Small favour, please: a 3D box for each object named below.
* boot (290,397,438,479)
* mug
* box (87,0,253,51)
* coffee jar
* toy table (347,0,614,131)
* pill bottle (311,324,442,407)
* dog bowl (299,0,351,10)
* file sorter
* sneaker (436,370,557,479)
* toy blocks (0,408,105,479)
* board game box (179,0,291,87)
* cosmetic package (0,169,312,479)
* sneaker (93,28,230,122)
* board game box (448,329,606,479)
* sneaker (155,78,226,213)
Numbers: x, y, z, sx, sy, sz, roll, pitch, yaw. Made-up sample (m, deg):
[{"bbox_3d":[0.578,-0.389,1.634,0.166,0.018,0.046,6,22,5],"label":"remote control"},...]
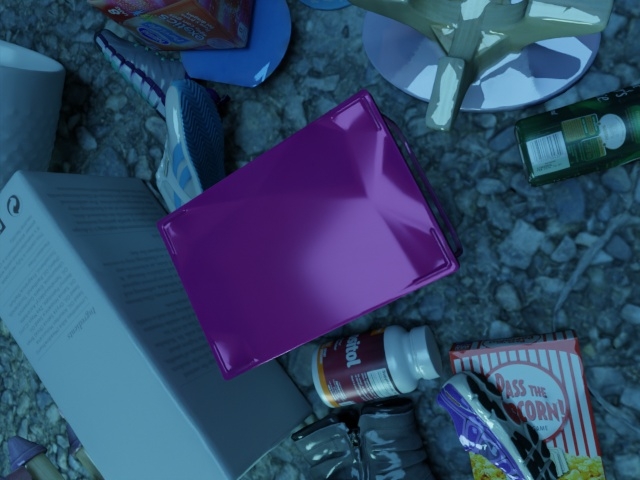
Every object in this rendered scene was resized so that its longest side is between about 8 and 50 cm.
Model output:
[{"bbox_3d":[0.010,0.356,0.716,0.338,0.118,0.223,-28,80,9],"label":"boot"},{"bbox_3d":[-0.588,-0.158,0.845,0.374,0.276,0.328,39,116,46],"label":"mug"},{"bbox_3d":[-0.173,-0.416,0.686,0.154,0.142,0.300,6,85,22],"label":"box"},{"bbox_3d":[0.307,-0.117,0.567,0.184,0.096,0.079,-14,91,21],"label":"coffee jar"},{"bbox_3d":[0.162,-0.238,0.583,0.274,0.161,0.252,3,95,20],"label":"toy table"},{"bbox_3d":[0.072,0.157,0.681,0.152,0.086,0.086,-19,86,20],"label":"pill bottle"},{"bbox_3d":[0.064,-0.411,0.655,0.297,0.074,0.166,-19,86,22],"label":"dog bowl"},{"bbox_3d":[0.000,0.000,0.647,0.290,0.182,0.202,-29,82,19],"label":"file sorter"},{"bbox_3d":[0.200,0.230,0.608,0.170,0.068,0.071,53,125,19],"label":"sneaker"},{"bbox_3d":[-0.399,0.401,0.777,0.260,0.288,0.309,44,110,9],"label":"toy blocks"},{"bbox_3d":[-0.116,-0.280,0.748,0.168,0.033,0.133,14,89,18],"label":"board game box"},{"bbox_3d":[-0.240,0.126,0.725,0.161,0.230,0.453,-43,77,19],"label":"cosmetic package"},{"bbox_3d":[-0.233,-0.249,0.792,0.098,0.083,0.224,-44,82,-3],"label":"sneaker"},{"bbox_3d":[0.246,0.214,0.638,0.146,0.045,0.194,-12,89,21],"label":"board game box"},{"bbox_3d":[-0.183,-0.104,0.730,0.092,0.087,0.229,10,122,22],"label":"sneaker"}]
